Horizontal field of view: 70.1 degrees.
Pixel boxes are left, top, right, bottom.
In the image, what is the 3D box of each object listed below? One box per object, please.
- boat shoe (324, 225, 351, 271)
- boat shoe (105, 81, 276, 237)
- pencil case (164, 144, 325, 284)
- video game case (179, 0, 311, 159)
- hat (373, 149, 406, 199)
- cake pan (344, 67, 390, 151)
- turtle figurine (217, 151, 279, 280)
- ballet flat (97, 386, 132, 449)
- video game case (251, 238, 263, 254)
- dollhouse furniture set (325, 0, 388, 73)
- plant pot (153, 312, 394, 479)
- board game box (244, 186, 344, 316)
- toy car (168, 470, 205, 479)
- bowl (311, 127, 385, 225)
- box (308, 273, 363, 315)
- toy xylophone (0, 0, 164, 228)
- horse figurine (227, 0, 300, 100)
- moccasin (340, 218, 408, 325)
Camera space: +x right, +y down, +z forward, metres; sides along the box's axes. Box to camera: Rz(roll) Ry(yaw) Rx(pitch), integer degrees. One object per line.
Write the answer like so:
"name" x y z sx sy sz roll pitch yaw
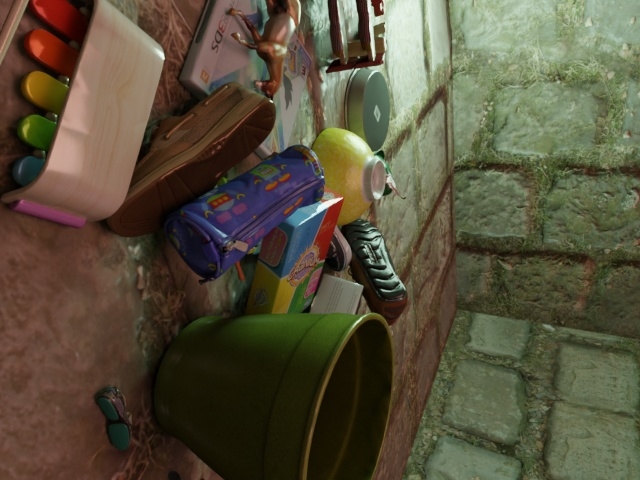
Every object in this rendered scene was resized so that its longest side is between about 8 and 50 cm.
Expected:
"boat shoe" 0.000 0.000 1.219 0.102 0.108 0.301 -57 146 -30
"boat shoe" -0.222 -0.141 0.752 0.341 0.110 0.122 -46 163 -27
"pencil case" -0.114 -0.057 0.785 0.306 0.133 0.120 -40 131 -37
"video game case" -0.133 -0.360 0.953 0.329 0.036 0.300 39 62 -59
"hat" 0.239 -0.182 1.517 0.209 0.183 0.173 -51 155 -30
"cake pan" 0.162 -0.421 1.498 0.293 0.054 0.294 -24 118 -59
"turtle figurine" -0.151 -0.074 0.914 0.217 0.087 0.270 -33 115 -32
"ballet flat" -0.320 0.281 0.729 0.041 0.041 0.115 -41 132 -53
"video game case" -0.116 -0.035 1.082 0.166 0.015 0.119 -13 107 -62
"dollhouse furniture set" 0.100 -0.612 1.278 0.374 0.152 0.202 -72 156 -58
"plant pot" -0.092 0.282 0.826 0.366 0.352 0.367 -25 118 -59
"board game box" -0.063 0.057 1.032 0.242 0.064 0.317 -36 148 -56
"toy car" -0.236 0.526 0.836 0.149 0.154 0.189 -5 91 -63
"bowl" 0.096 -0.177 1.311 0.289 0.155 0.290 -23 116 -61
"box" 0.033 0.219 1.261 0.182 0.118 0.181 90 20 -61
"toy xylophone" -0.315 -0.186 0.583 0.236 0.081 0.323 44 57 -57
"horse figurine" -0.099 -0.433 0.896 0.174 0.066 0.264 27 74 -55
"moccasin" 0.150 0.080 1.353 0.139 0.380 0.147 -11 136 -18
